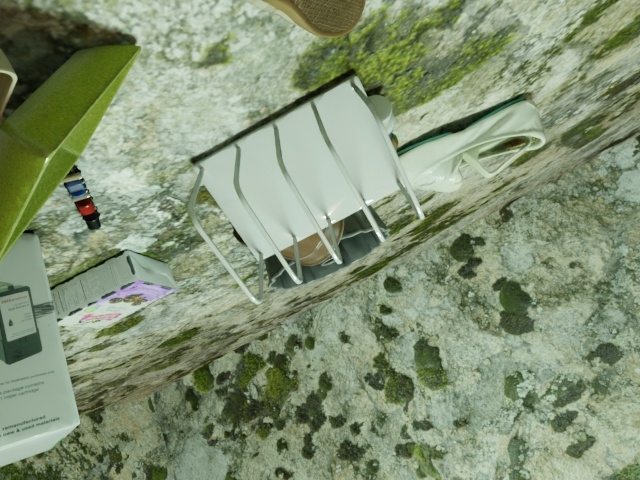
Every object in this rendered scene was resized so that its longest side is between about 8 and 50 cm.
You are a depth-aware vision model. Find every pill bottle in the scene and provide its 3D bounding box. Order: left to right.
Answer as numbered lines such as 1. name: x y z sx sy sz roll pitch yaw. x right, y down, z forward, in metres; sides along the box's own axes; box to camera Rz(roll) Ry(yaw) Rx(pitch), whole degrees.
1. pill bottle: 0.088 -0.189 0.791 0.067 0.067 0.120 -23 165 -6

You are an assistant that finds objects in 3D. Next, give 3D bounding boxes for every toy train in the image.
1. toy train: -0.328 -0.053 0.652 0.027 0.036 0.158 -19 163 -20

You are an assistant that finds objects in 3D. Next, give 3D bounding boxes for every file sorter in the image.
1. file sorter: -0.018 -0.067 0.673 0.277 0.193 0.173 -27 -151 7

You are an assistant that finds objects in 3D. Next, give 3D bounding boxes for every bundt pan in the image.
1. bundt pan: 0.000 0.000 1.173 0.330 0.124 0.331 -24 165 -7

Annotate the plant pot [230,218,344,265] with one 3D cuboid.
1. plant pot: -0.070 -0.042 0.890 0.167 0.167 0.165 -34 154 29

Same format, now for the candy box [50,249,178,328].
1. candy box: -0.422 0.106 0.965 0.196 0.070 0.165 -27 165 4

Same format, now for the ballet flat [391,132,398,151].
1. ballet flat: 0.072 -0.134 0.948 0.232 0.080 0.073 -35 -168 40

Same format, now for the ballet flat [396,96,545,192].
1. ballet flat: 0.317 -0.184 1.044 0.399 0.139 0.139 -24 165 -2

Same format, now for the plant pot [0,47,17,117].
1. plant pot: -0.299 -0.129 0.333 0.109 0.096 0.109 -35 162 36

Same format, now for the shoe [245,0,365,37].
1. shoe: -0.031 -0.250 0.445 0.219 0.058 0.077 -11 140 -52

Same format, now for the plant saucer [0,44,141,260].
1. plant saucer: -0.260 -0.092 0.449 0.045 0.189 0.188 33 131 -24

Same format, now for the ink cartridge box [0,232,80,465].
1. ink cartridge box: -0.464 0.164 0.690 0.121 0.289 0.211 -7 157 -41
